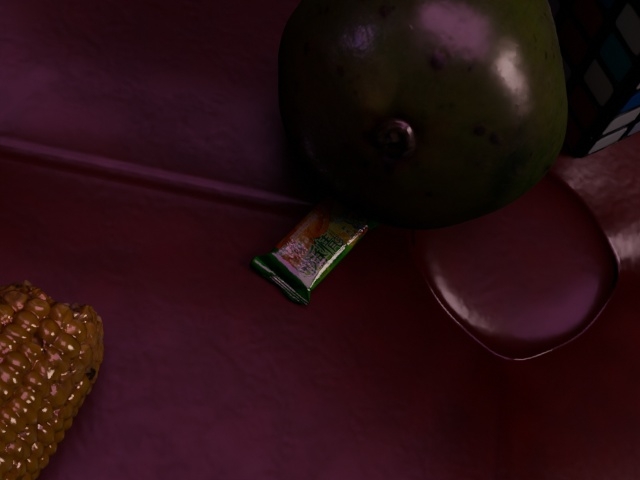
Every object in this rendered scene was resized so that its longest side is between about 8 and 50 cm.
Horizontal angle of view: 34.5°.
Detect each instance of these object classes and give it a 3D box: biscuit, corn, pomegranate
[{"bbox_3d":[0.000,0.000,0.678,0.046,0.016,0.089,42,65,7],"label":"biscuit"},{"bbox_3d":[-0.214,0.137,0.527,0.106,0.106,0.293,33,64,2],"label":"corn"},{"bbox_3d":[0.073,-0.111,0.667,0.187,0.187,0.225,34,35,3],"label":"pomegranate"}]

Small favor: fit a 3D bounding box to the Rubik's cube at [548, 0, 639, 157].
[{"bbox_3d":[0.230,-0.196,0.709,0.182,0.184,0.187,-24,71,-10],"label":"Rubik's cube"}]
